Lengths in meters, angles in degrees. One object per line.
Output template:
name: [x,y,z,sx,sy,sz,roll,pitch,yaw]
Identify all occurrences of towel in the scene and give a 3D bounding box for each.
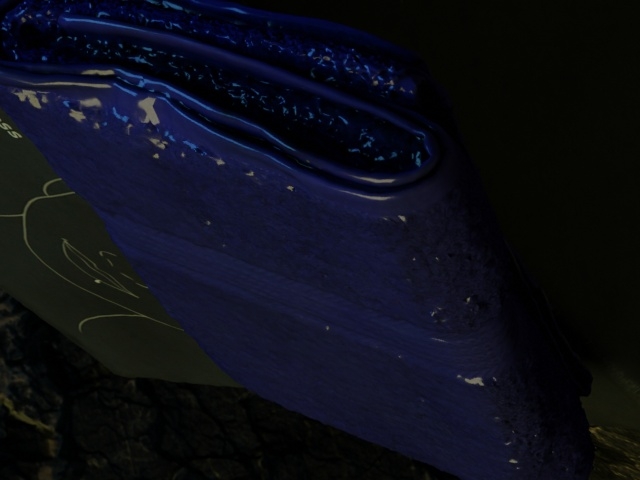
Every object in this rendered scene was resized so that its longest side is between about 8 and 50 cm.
towel: [0.000,0.000,0.828,0.227,0.076,0.308,20,159,28]

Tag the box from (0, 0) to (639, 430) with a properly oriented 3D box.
box: [-0.059,-0.144,1.031,0.471,0.297,0.480,4,150,46]
